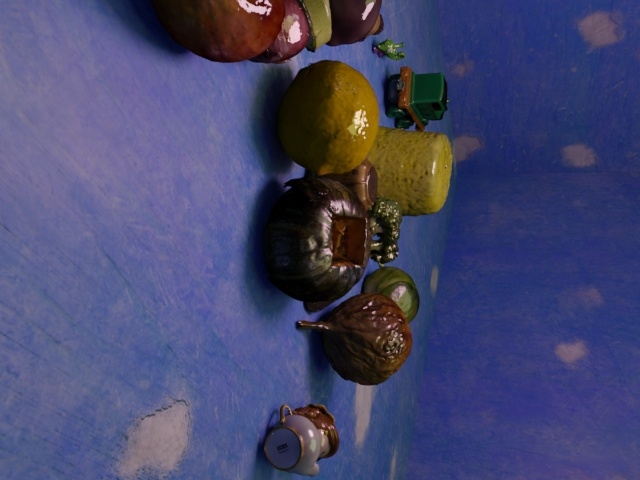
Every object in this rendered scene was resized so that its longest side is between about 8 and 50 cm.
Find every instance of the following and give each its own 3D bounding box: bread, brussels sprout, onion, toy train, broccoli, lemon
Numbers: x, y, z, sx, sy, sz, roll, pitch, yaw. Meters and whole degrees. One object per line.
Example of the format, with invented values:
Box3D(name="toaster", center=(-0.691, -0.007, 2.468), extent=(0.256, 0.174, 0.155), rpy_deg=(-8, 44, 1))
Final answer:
Box3D(name="bread", center=(0.312, -0.246, 1.791), extent=(0.348, 0.308, 0.347), rpy_deg=(5, 90, -69))
Box3D(name="brussels sprout", center=(0.258, 0.239, 1.863), extent=(0.271, 0.210, 0.219), rpy_deg=(-52, 135, -30))
Box3D(name="onion", center=(-0.106, -0.468, 1.017), extent=(0.159, 0.160, 0.194), rpy_deg=(-46, 133, -56))
Box3D(name="toy train", center=(0.427, -0.598, 2.087), extent=(0.429, 0.249, 0.178), rpy_deg=(14, 79, -65))
Box3D(name="broccoli", center=(0.146, -0.016, 1.626), extent=(0.254, 0.186, 0.302), rpy_deg=(14, 99, -31))
Box3D(name="lemon", center=(0.022, -0.302, 1.196), extent=(0.253, 0.254, 0.310), rpy_deg=(45, 47, -59))

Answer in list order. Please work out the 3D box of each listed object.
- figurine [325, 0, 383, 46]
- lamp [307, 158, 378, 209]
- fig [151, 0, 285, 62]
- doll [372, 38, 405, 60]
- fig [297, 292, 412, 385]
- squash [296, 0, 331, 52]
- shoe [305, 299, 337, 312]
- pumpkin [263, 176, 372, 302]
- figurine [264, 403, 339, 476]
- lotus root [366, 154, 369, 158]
Box3D(name="figurine", center=(0.086, -0.662, 1.371), extent=(0.365, 0.218, 0.206), rpy_deg=(-54, 138, -61))
Box3D(name="lamp", center=(0.063, -0.156, 1.383), extent=(0.161, 0.185, 0.161), rpy_deg=(3, 90, -66))
Box3D(name="fig", center=(-0.170, -0.420, 0.811), extent=(0.263, 0.224, 0.223), rpy_deg=(-5, 97, -63))
Box3D(name="doll", center=(0.274, -0.736, 1.896), extent=(0.190, 0.115, 0.050), rpy_deg=(-6, 96, -68))
Box3D(name="fig", center=(0.087, 0.278, 1.447), extent=(0.369, 0.286, 0.286), rpy_deg=(22, 70, -41))
Box3D(name="squash", center=(-0.019, -0.548, 1.120), extent=(0.220, 0.133, 0.220), rpy_deg=(158, -90, -89))
Box3D(name="shoe", center=(0.010, 0.159, 1.463), extent=(0.179, 0.049, 0.071), rpy_deg=(-21, 125, -41))
Box3D(name="pumpkin", center=(0.000, 0.000, 1.215), extent=(0.321, 0.192, 0.320), rpy_deg=(-5, 97, -52))
Box3D(name="figurine", center=(-0.040, 0.516, 1.281), extent=(0.263, 0.142, 0.189), rpy_deg=(24, 47, -65))
Box3D(name="lotus root", center=(0.118, -0.311, 1.616), extent=(0.113, 0.088, 0.191), rpy_deg=(-28, 123, -66))
